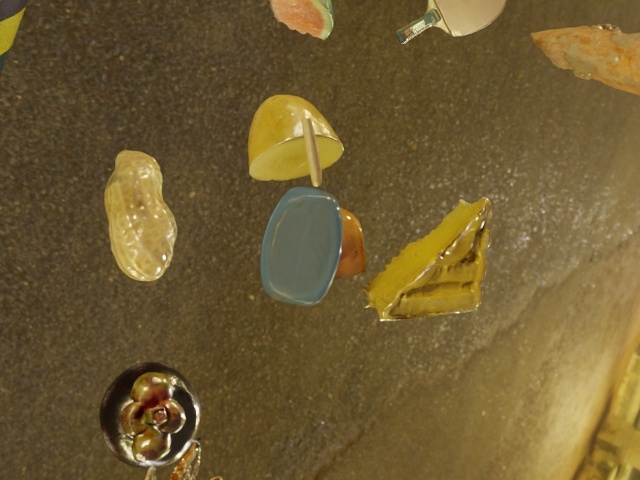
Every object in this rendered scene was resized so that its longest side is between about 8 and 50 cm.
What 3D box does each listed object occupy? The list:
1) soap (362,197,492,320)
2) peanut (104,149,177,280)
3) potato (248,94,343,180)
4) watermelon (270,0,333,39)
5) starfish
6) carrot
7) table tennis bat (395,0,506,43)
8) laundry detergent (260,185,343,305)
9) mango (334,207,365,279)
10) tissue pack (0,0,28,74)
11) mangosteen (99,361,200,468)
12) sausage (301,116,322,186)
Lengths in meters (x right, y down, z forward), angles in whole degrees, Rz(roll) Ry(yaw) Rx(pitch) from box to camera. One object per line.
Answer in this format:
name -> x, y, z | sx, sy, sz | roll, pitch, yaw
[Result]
soap -> 0.267, 0.036, 1.635 | 0.339, 0.169, 0.304 | -2, 101, -34
peanut -> -0.405, -0.066, 1.445 | 0.153, 0.140, 0.325 | 6, 62, -34
potato -> -0.067, -0.233, 1.365 | 0.178, 0.203, 0.158 | 71, 5, -71
watermelon -> -0.033, -0.568, 1.423 | 0.231, 0.128, 0.146 | 58, 37, -73
starfish -> -0.222, 0.384, 0.899 | 0.240, 0.043, 0.227 | -30, 135, -53
carrot -> 0.447, -0.284, 0.994 | 0.102, 0.263, 0.102 | -36, 140, -37
table tennis bat -> 0.290, -0.527, 1.453 | 0.154, 0.274, 0.021 | 59, 35, -12
laundry detergent -> -0.018, 0.002, 0.876 | 0.290, 0.094, 0.143 | -55, 153, -87
mango -> 0.000, 0.000, 1.516 | 0.236, 0.136, 0.166 | -12, 106, -38
tissue pack -> -0.672, -0.418, 1.077 | 0.264, 0.416, 0.253 | 50, 50, -7
mangosteen -> -0.437, 0.452, 1.662 | 0.275, 0.275, 0.302 | -52, -174, -23
sausage -> -0.015, -0.169, 1.226 | 0.024, 0.024, 0.132 | -19, 100, -49
